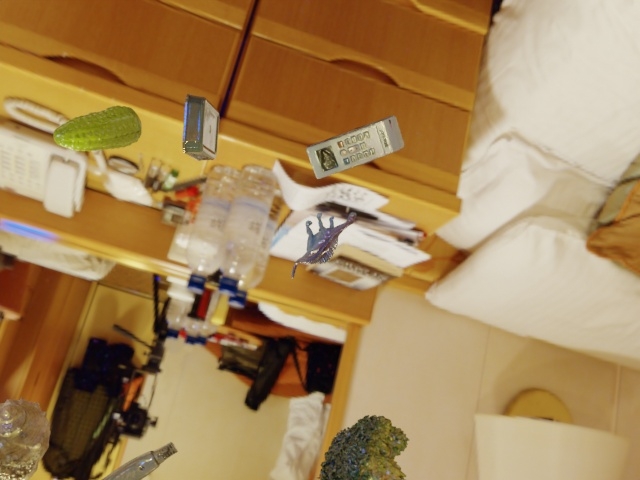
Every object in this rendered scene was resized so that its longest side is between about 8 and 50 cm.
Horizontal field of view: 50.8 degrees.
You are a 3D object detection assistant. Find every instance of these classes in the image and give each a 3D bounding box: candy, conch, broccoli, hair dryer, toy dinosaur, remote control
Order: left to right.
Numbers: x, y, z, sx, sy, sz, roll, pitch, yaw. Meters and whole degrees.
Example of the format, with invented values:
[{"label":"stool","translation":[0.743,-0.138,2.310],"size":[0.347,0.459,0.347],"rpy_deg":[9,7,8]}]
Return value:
[{"label":"conch","translation":[-0.637,0.416,1.348],"size":[0.178,0.163,0.245],"rpy_deg":[25,130,14]},{"label":"hair dryer","translation":[-0.336,0.362,0.969],"size":[0.219,0.225,0.088],"rpy_deg":[-24,96,53]},{"label":"candy","translation":[-0.501,-0.245,1.508],"size":[0.096,0.097,0.209],"rpy_deg":[-1,-164,38]},{"label":"toy dinosaur","translation":[0.000,0.000,1.212],"size":[0.045,0.080,0.197],"rpy_deg":[18,134,-33]},{"label":"remote control","translation":[0.062,-0.164,1.188],"size":[0.166,0.065,0.029],"rpy_deg":[-20,-159,4]},{"label":"broccoli","translation":[0.091,0.398,1.090],"size":[0.194,0.220,0.194],"rpy_deg":[15,169,3]}]

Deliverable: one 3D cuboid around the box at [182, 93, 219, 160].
[{"label":"box","translation":[-0.185,-0.173,1.050],"size":[0.031,0.091,0.126],"rpy_deg":[4,179,2]}]
